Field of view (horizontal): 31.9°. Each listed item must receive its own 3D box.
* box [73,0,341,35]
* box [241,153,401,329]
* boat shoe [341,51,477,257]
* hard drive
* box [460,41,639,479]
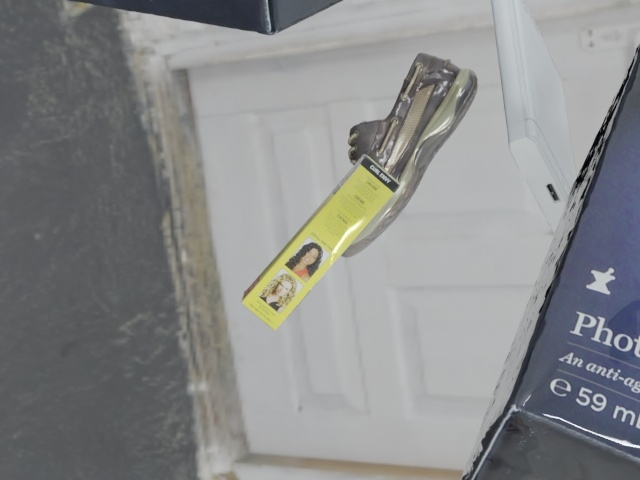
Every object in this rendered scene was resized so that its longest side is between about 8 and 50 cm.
[{"bbox_3d":[-0.126,-0.488,1.399,0.480,0.471,0.297,-38,133,-47],"label":"box"},{"bbox_3d":[0.000,0.000,1.361,0.058,0.232,0.087,40,5,-5],"label":"box"},{"bbox_3d":[0.108,-0.137,1.755,0.355,0.130,0.132,-55,172,-6],"label":"boat shoe"},{"bbox_3d":[0.322,-0.193,1.658,0.233,0.047,0.353,52,28,-40],"label":"hard drive"},{"bbox_3d":[0.267,0.073,0.652,0.183,0.296,0.294,100,14,-54],"label":"box"}]
